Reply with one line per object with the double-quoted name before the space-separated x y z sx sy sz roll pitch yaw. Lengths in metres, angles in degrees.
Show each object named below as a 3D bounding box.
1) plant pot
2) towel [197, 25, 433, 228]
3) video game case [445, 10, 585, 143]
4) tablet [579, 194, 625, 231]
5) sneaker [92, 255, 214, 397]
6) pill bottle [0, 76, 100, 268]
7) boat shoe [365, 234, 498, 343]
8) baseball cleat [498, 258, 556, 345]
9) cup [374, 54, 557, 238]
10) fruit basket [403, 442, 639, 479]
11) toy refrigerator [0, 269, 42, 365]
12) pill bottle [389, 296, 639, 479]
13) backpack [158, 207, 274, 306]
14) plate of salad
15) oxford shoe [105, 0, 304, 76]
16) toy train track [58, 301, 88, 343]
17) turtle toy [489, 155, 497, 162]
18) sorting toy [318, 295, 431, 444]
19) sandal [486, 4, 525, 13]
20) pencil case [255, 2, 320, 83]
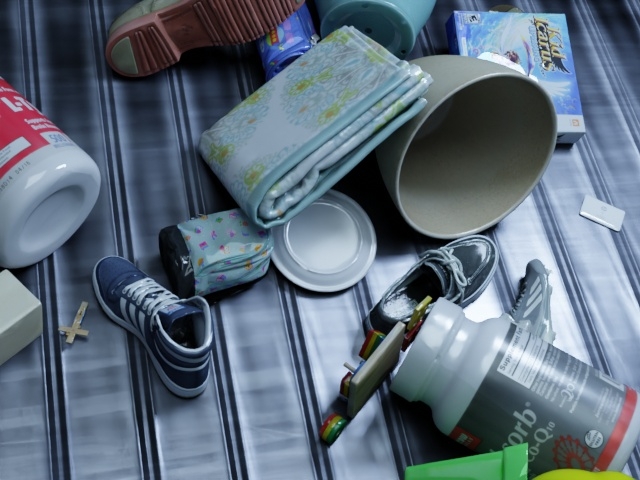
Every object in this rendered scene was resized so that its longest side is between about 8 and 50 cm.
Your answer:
"plant pot" 0.103 -0.480 2.131 0.271 0.272 0.255 13 55 -5
"towel" -0.016 -0.205 1.882 0.374 0.090 0.320 -38 32 -2
"video game case" 0.388 -0.327 2.190 0.244 0.061 0.270 -1 72 -14
"tablet" 0.544 -0.054 2.116 0.083 0.006 0.054 25 55 3
"sneaker" -0.262 0.103 1.735 0.099 0.153 0.282 -30 68 -28
"pill bottle" -0.575 -0.162 1.792 0.407 0.229 0.229 41 58 14
"boat shoe" 0.204 0.066 1.897 0.306 0.105 0.113 -28 67 -27
"baseball cleat" 0.356 0.118 1.921 0.109 0.072 0.206 2 53 -4
"cup" 0.223 -0.204 1.982 0.331 0.331 0.237 -15 41 -22
"fruit basket" 0.289 0.443 1.510 0.391 0.392 0.283 12 55 -5
"toy refrigerator" -0.556 0.167 1.657 0.094 0.102 0.269 41 58 14
"pill bottle" 0.307 0.251 1.737 0.362 0.210 0.210 29 56 7
"backpack" -0.167 0.022 1.833 0.182 0.115 0.152 -13 62 -17
"plate of salad" 0.000 0.000 1.930 0.199 0.048 0.200 5 67 -11
"oxford shoe" -0.221 -0.444 2.059 0.396 0.140 0.147 -17 45 2
"toy train track" -0.393 0.135 1.770 0.048 0.014 0.083 11 49 3
"turtle toy" 0.384 -0.156 2.108 0.095 0.066 0.130 15 49 26
"sorting toy" 0.080 0.192 1.753 0.046 0.132 0.274 33 63 18
"sandal" 0.351 -0.403 2.274 0.090 0.060 0.219 33 71 -1
"pencil case" -0.072 -0.429 2.140 0.119 0.133 0.306 14 49 -40
